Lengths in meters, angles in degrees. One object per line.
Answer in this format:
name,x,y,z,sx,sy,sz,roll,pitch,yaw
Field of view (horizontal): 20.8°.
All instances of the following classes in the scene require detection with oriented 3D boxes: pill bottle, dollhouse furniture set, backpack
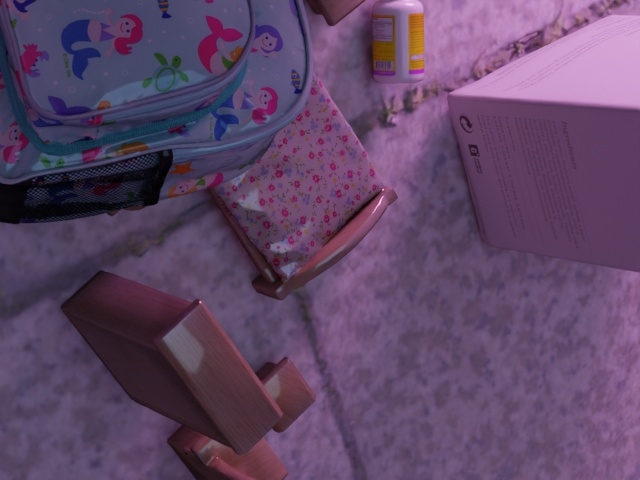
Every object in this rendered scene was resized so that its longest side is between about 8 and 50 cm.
pill bottle,0.064,-0.173,1.441,0.043,0.043,0.083,-8,103,-32
dollhouse furniture set,0.000,0.000,1.354,0.355,0.174,0.303,-43,118,-19
backpack,-0.133,-0.141,1.204,0.254,0.191,0.225,-8,73,-25

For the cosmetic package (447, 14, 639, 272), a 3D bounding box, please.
cosmetic package,0.310,-0.080,1.411,0.217,0.385,0.156,-27,112,-26
